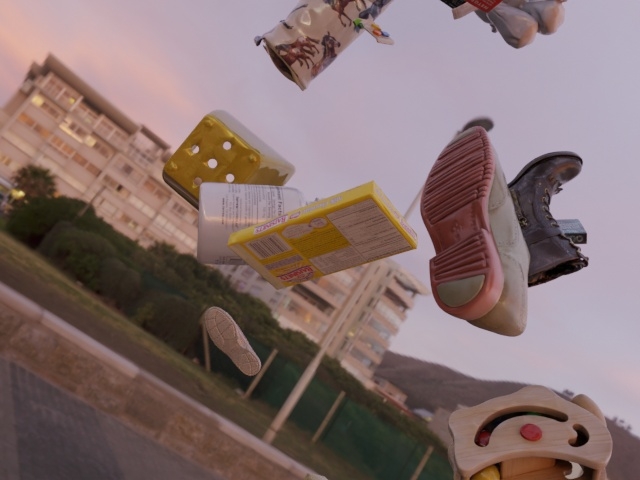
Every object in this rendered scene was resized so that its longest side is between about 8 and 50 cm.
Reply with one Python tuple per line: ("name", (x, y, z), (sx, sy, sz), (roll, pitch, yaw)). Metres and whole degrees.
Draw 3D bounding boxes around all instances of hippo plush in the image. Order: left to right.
("hippo plush", (0.462, -0.574, 1.549), (0.236, 0.295, 0.234), (-35, 109, -80))

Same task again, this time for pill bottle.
("pill bottle", (-0.080, -0.023, 1.011), (0.230, 0.131, 0.131), (3, -9, -11))

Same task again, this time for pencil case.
("pencil case", (0.039, -0.549, 1.457), (0.183, 0.410, 0.160), (49, 8, 31))

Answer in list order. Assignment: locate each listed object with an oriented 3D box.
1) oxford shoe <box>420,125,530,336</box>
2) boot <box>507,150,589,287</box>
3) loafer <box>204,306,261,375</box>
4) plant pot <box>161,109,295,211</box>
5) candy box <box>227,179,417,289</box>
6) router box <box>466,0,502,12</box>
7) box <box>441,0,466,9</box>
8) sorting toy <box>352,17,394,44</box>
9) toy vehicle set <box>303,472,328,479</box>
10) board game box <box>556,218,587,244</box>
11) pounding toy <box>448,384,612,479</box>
("oxford shoe", (0.259, -0.021, 1.031), (0.147, 0.396, 0.141), (34, -42, -29))
("boot", (0.410, -0.031, 1.142), (0.091, 0.263, 0.229), (60, 3, -48))
("loafer", (-0.139, 0.158, 0.992), (0.125, 0.045, 0.039), (54, 0, -2))
("plant pot", (-0.202, -0.144, 1.297), (0.212, 0.212, 0.187), (40, 1, 3))
("candy box", (0.000, 0.000, 0.749), (0.206, 0.027, 0.105), (-18, -43, 29))
("router box", (0.349, -0.597, 1.017), (0.082, 0.335, 0.301), (19, -23, -22))
("box", (0.390, -0.818, 1.943), (0.220, 0.051, 0.175), (32, -13, -7))
("sorting toy", (0.092, -0.372, 1.112), (0.083, 0.012, 0.062), (-13, 59, -51))
("toy vehicle set", (0.026, 0.429, 0.766), (0.035, 0.165, 0.267), (28, -3, -34))
("board game box", (0.457, -0.018, 1.335), (0.186, 0.026, 0.126), (-1, 15, 15))
("pounding toy", (0.308, 0.315, 0.886), (0.154, 0.270, 0.154), (-124, -157, -57))
